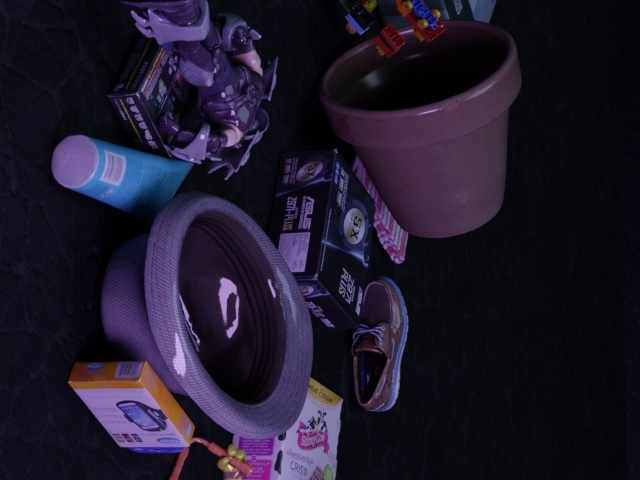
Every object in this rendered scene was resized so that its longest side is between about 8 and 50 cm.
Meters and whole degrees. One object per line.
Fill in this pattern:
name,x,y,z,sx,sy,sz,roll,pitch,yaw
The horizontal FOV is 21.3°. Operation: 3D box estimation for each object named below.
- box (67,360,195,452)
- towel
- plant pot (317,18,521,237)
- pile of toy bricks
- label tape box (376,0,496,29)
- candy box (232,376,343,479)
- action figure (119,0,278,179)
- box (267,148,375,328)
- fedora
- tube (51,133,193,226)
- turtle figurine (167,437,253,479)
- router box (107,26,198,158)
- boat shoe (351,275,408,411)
box,-0.181,0.166,1.672,0.136,0.081,0.028,60,35,-47
towel,0.086,-0.080,2.391,0.197,0.029,0.144,60,32,-47
plant pot,0.147,-0.133,2.245,0.263,0.263,0.229,-60,142,-51
pile of toy bricks,0.056,-0.324,2.252,0.118,0.105,0.212,-38,87,-26
label tape box,0.187,-0.351,2.548,0.249,0.115,0.348,-70,146,-42
candy box,-0.043,0.276,1.991,0.159,0.071,0.233,40,51,-59
action figure,-0.121,-0.186,1.749,0.285,0.099,0.185,63,25,-49
box,0.000,0.000,2.115,0.147,0.077,0.180,52,41,-54
fedora,-0.130,0.082,1.740,0.275,0.124,0.244,45,42,-46
tube,-0.193,-0.061,1.708,0.080,0.052,0.207,-54,156,7
turtle figurine,-0.064,0.349,1.829,0.087,0.217,0.269,123,-33,-60
router box,-0.172,-0.158,1.786,0.122,0.038,0.092,-71,149,-42
boat shoe,0.077,0.139,2.290,0.066,0.066,0.183,8,80,-65
